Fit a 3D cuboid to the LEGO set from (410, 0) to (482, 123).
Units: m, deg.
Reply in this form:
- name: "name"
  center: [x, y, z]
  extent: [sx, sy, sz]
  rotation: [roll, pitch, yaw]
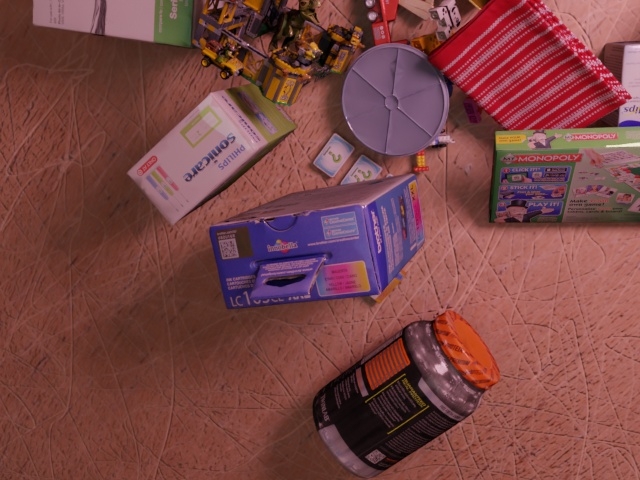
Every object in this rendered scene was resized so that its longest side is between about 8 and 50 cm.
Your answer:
- name: "LEGO set"
  center: [0.228, -0.324, 1.179]
  extent: [0.087, 0.093, 0.227]
  rotation: [12, 144, 43]

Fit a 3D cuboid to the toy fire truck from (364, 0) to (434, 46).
- name: "toy fire truck"
  center: [0.148, -0.413, 1.187]
  extent: [0.135, 0.047, 0.192]
  rotation: [-9, 106, 12]

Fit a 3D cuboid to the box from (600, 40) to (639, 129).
- name: "box"
  center: [0.520, -0.258, 1.123]
  extent: [0.072, 0.126, 0.137]
  rotation: [0, 108, 9]

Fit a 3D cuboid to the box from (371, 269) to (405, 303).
- name: "box"
  center: [0.093, 0.054, 1.357]
  extent: [0.136, 0.028, 0.081]
  rotation: [38, 111, -4]

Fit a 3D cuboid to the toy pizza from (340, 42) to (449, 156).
- name: "toy pizza"
  center: [0.132, -0.249, 1.204]
  extent: [0.201, 0.032, 0.201]
  rotation: [10, 115, 23]

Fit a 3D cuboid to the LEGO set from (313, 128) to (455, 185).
- name: "LEGO set"
  center: [0.125, -0.179, 1.261]
  extent: [0.182, 0.060, 0.244]
  rotation: [37, 111, -5]

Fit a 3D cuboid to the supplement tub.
- name: "supplement tub"
  center: [0.166, 0.297, 1.325]
  extent: [0.338, 0.207, 0.207]
  rotation: [-39, 97, 20]

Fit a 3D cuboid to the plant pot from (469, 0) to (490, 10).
- name: "plant pot"
  center: [0.276, -0.441, 1.131]
  extent: [0.081, 0.083, 0.081]
  rotation: [41, 120, -3]

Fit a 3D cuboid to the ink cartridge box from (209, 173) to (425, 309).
- name: "ink cartridge box"
  center: [0.000, 0.000, 1.141]
  extent: [0.270, 0.395, 0.151]
  rotation: [-8, 98, 22]

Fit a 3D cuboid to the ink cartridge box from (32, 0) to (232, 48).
- name: "ink cartridge box"
  center: [-0.321, -0.418, 1.187]
  extent: [0.289, 0.211, 0.121]
  rotation: [10, 110, 7]

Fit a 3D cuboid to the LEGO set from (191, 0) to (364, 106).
- name: "LEGO set"
  center: [-0.048, -0.381, 1.097]
  extent: [0.255, 0.331, 0.192]
  rotation: [38, 126, 13]

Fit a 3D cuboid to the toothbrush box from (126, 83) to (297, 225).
- name: "toothbrush box"
  center: [-0.180, -0.165, 1.204]
  extent: [0.206, 0.283, 0.122]
  rotation: [-38, 97, 20]

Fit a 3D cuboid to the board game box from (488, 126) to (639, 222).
- name: "board game box"
  center: [0.457, -0.107, 1.161]
  extent: [0.318, 0.046, 0.213]
  rotation: [0, 146, 10]

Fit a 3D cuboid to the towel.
- name: "towel"
  center: [0.329, -0.262, 1.084]
  extent: [0.275, 0.031, 0.199]
  rotation: [37, 141, -17]
